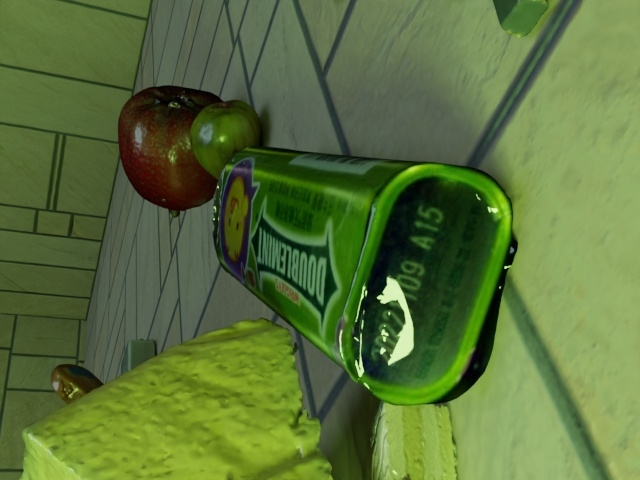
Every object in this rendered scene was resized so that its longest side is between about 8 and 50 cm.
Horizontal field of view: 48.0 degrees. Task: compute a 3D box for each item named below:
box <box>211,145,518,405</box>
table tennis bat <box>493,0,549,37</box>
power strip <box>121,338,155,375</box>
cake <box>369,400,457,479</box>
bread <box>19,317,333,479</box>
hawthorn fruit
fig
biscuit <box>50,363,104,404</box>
[{"bbox_3d":[0.000,0.000,0.529,0.345,0.097,0.134,-155,71,-67],"label":"box"},{"bbox_3d":[0.100,-0.206,0.453,0.130,0.019,0.220,120,151,-47],"label":"table tennis bat"},{"bbox_3d":[-0.350,0.322,1.376,0.338,0.058,0.098,-103,28,-42],"label":"power strip"},{"bbox_3d":[0.055,0.150,0.407,0.065,0.052,0.121,-173,92,-74],"label":"cake"},{"bbox_3d":[-0.032,0.219,0.462,0.236,0.198,0.264,34,134,29],"label":"bread"},{"bbox_3d":[-0.202,-0.121,1.011,0.169,0.169,0.188,-107,20,-47],"label":"hawthorn fruit"},{"bbox_3d":[-0.127,-0.095,0.902,0.093,0.093,0.166,-114,36,-54],"label":"fig"},{"bbox_3d":[-0.241,0.301,0.959,0.049,0.205,0.324,-39,52,2],"label":"biscuit"}]
